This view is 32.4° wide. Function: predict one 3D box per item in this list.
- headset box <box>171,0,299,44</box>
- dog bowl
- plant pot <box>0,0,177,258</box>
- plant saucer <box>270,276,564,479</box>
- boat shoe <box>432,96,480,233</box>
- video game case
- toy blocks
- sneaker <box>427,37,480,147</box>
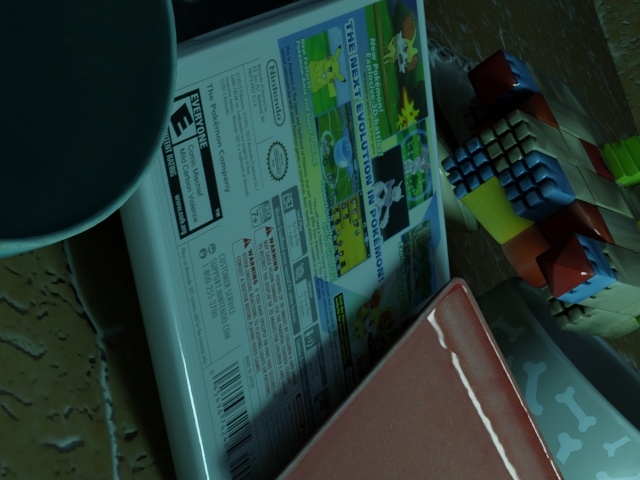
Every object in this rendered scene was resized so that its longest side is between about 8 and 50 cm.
[{"bbox_3d":[-0.126,-0.165,0.824,0.246,0.131,0.283,41,36,-43],"label":"headset box"},{"bbox_3d":[0.284,0.179,1.200,0.349,0.102,0.349,41,15,-13],"label":"dog bowl"},{"bbox_3d":[-0.234,-0.107,0.494,0.290,0.195,0.290,33,47,-44],"label":"plant pot"},{"bbox_3d":[0.076,0.203,0.831,0.259,0.047,0.258,-45,115,-36],"label":"plant saucer"},{"bbox_3d":[0.087,-0.117,1.228,0.302,0.098,0.109,55,18,-33],"label":"boat shoe"},{"bbox_3d":[-0.009,0.000,0.784,0.300,0.036,0.329,-31,121,-43],"label":"video game case"},{"bbox_3d":[0.243,-0.052,1.182,0.261,0.190,0.381,13,50,-50],"label":"toy blocks"},{"bbox_3d":[0.159,-0.214,1.402,0.262,0.121,0.099,54,28,-24],"label":"sneaker"}]
